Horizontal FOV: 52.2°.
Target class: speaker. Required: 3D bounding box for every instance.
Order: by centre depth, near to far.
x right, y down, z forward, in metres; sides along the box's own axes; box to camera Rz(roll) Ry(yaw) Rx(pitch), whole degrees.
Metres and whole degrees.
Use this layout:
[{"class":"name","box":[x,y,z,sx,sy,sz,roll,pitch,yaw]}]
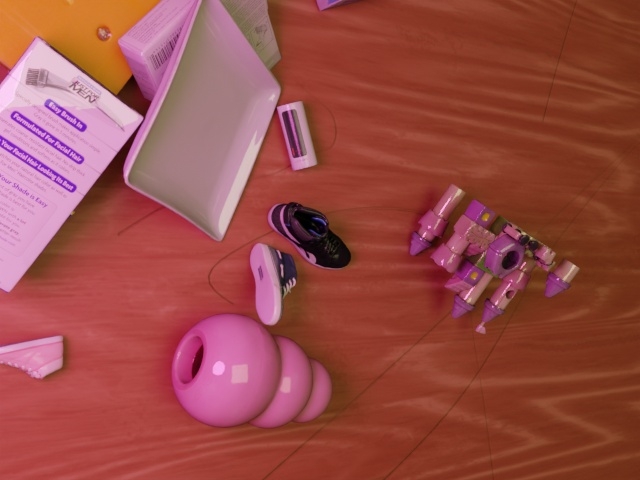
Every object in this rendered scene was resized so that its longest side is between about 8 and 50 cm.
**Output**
[{"class":"speaker","box":[-0.047,-0.214,1.344,0.055,0.055,0.136,-19,101,-30]}]

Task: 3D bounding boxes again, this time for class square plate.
[{"class":"square plate","box":[-0.201,-0.204,1.160,0.347,0.049,0.344,-70,159,-10]}]

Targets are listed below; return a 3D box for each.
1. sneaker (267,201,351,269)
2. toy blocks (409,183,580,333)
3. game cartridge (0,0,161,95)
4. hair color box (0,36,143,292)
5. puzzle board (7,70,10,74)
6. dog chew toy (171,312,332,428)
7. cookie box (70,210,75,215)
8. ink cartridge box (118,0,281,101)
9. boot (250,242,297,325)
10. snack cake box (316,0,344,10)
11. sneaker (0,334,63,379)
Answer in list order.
[{"class":"sneaker","box":[0.000,0.000,1.337,0.217,0.121,0.079,34,75,-27]},{"class":"toy blocks","box":[0.368,0.076,1.473,0.289,0.309,0.260,27,103,-31]},{"class":"game cartridge","box":[-0.409,-0.383,1.030,0.285,0.053,0.324,-55,134,-9]},{"class":"hair color box","box":[-0.449,-0.115,0.990,0.185,0.110,0.338,38,89,-27]},{"class":"puzzle board","box":[-0.466,-0.231,1.114,0.128,0.011,0.096,4,88,-32]},{"class":"dog chew toy","box":[-0.111,0.262,1.241,0.332,0.207,0.206,25,78,-38]},{"class":"cookie box","box":[-0.484,-0.047,1.089,0.107,0.040,0.091,-45,113,-23]},{"class":"ink cartridge box","box":[-0.205,-0.349,1.199,0.296,0.066,0.261,-51,157,-20]},{"class":"boot","box":[-0.079,0.087,1.276,0.086,0.069,0.190,18,42,-32]},{"class":"snack cake box","box":[0.099,-0.603,1.404,0.264,0.089,0.152,-25,105,-29]},{"class":"sneaker","box":[-0.493,0.202,1.083,0.134,0.051,0.070,-7,89,-35]}]
